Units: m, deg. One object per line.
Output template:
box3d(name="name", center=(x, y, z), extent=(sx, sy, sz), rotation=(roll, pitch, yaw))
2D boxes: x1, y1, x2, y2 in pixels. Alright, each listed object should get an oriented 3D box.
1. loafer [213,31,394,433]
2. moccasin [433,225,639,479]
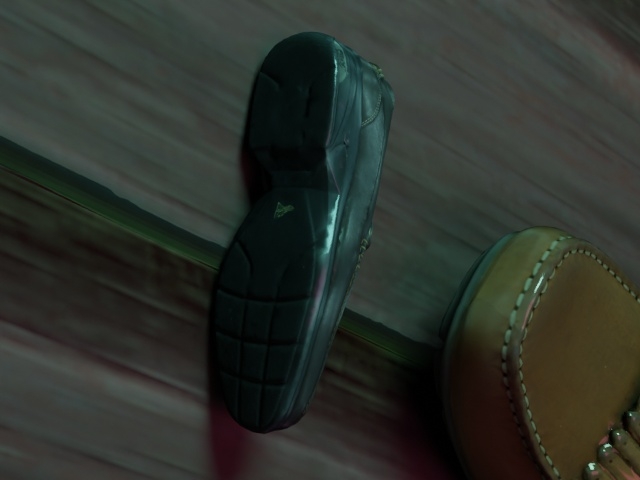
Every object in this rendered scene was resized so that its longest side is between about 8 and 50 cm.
box3d(name="loafer", center=(0.000, 0.000, 0.724), extent=(0.061, 0.062, 0.170), rotation=(14, 88, -47))
box3d(name="moccasin", center=(0.180, 0.139, 0.847), extent=(0.139, 0.147, 0.380), rotation=(-48, 125, -26))
